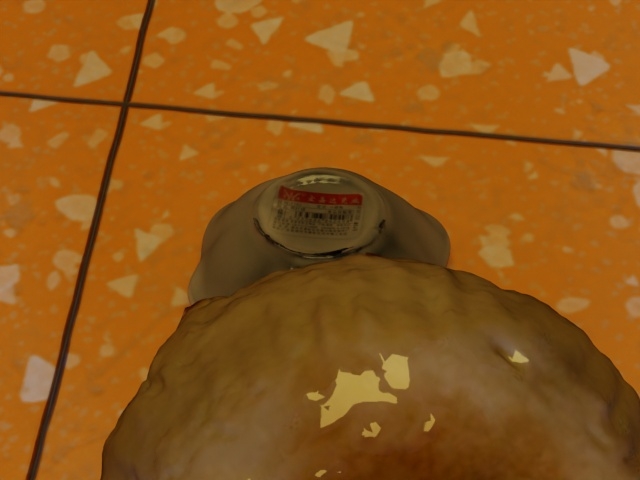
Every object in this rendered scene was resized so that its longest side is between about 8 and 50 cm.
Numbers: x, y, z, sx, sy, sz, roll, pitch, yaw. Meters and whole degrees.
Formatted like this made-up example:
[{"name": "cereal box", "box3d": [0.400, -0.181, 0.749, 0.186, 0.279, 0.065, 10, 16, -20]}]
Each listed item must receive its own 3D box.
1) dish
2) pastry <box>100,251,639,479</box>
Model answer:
[{"name": "dish", "box3d": [0.000, 0.000, 1.367, 0.229, 0.081, 0.229, -1, 44, 1]}, {"name": "pastry", "box3d": [0.034, 0.193, 1.102, 0.389, 0.312, 0.388, 0, 93, -5]}]
